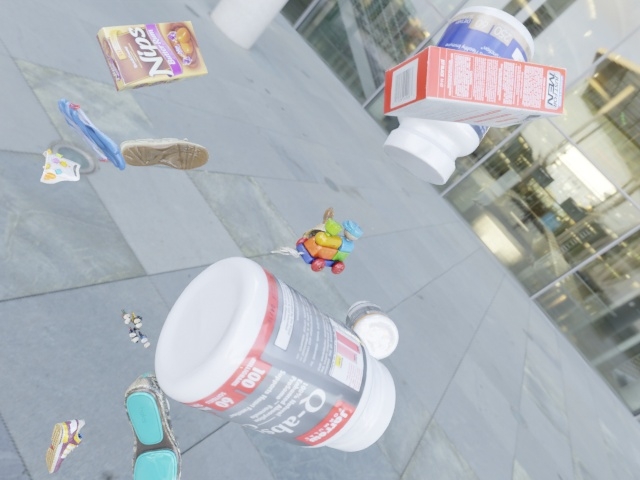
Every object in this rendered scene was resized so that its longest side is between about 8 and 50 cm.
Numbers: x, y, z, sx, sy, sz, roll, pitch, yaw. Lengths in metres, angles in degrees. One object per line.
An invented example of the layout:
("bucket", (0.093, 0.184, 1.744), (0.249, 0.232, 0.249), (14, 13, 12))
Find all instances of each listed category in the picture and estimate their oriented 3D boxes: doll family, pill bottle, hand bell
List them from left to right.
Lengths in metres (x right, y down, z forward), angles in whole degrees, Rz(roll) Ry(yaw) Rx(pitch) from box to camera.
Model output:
("doll family", (-0.759, 0.365, 1.782), (0.076, 0.111, 0.192), (-17, 97, -31))
("pill bottle", (-0.048, 0.198, 0.682), (0.363, 0.210, 0.210), (39, 23, -35))
("hand bell", (0.018, -0.059, 1.639), (0.126, 0.126, 0.242), (41, 36, -15))
("pill bottle", (0.179, 0.318, 1.596), (0.162, 0.162, 0.278), (44, 1, -6))
("pill bottle", (0.227, -0.239, 0.739), (0.153, 0.264, 0.153), (31, 0, 0))

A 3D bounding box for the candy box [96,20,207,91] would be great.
("candy box", (-0.336, -0.375, 0.879), (0.187, 0.053, 0.109), (-28, 108, -36))

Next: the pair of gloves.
("pair of gloves", (-0.483, -0.225, 0.918), (0.198, 0.023, 0.159), (20, -33, 42))

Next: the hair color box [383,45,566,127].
("hair color box", (0.165, -0.161, 0.471), (0.168, 0.053, 0.093), (1, 5, -19))

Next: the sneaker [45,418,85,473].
("sneaker", (-0.779, 0.633, 1.328), (0.084, 0.185, 0.070), (5, 26, -48))

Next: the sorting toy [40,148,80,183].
("sorting toy", (-0.602, -0.170, 1.009), (0.075, 0.045, 0.083), (15, 49, -44))

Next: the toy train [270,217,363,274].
("toy train", (0.000, 0.000, 1.144), (0.248, 0.143, 0.105), (12, 33, -49))

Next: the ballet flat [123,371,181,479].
("ballet flat", (-0.553, 0.671, 1.471), (0.182, 0.164, 0.481), (-107, -167, -79))

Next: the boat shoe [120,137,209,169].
("boat shoe", (-0.530, -0.309, 1.486), (0.286, 0.104, 0.089), (-1, 35, -33))
